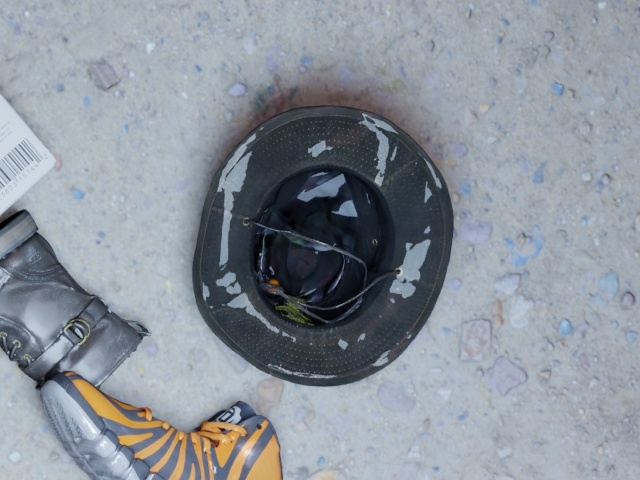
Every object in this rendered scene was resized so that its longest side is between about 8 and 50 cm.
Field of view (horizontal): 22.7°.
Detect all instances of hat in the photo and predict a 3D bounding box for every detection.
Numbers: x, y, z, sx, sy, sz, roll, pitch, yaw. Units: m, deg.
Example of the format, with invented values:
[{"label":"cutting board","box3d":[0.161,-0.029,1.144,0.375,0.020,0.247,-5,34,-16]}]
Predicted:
[{"label":"hat","box3d":[0.000,0.000,1.909,0.331,0.134,0.331,-1,99,-6]}]

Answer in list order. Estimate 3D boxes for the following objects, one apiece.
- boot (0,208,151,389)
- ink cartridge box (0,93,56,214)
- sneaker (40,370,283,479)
[{"label":"boot","box3d":[-0.350,0.117,1.817,0.263,0.091,0.229,-39,103,-10]},{"label":"ink cartridge box","box3d":[-0.487,-0.089,1.775,0.296,0.066,0.261,-45,109,-20]},{"label":"sneaker","box3d":[-0.170,0.229,1.840,0.180,0.125,0.321,-49,115,-22]}]
